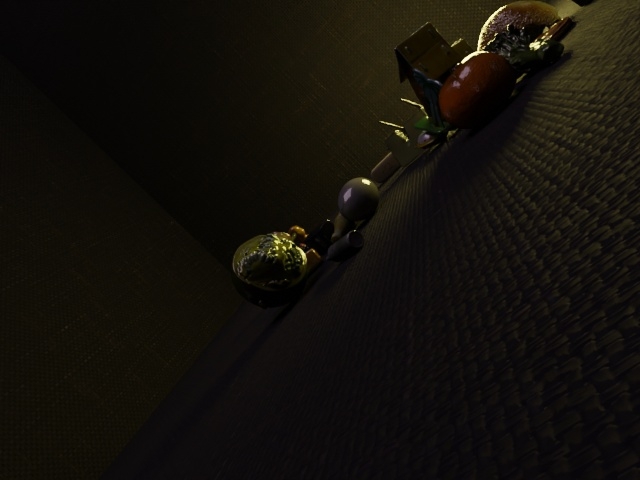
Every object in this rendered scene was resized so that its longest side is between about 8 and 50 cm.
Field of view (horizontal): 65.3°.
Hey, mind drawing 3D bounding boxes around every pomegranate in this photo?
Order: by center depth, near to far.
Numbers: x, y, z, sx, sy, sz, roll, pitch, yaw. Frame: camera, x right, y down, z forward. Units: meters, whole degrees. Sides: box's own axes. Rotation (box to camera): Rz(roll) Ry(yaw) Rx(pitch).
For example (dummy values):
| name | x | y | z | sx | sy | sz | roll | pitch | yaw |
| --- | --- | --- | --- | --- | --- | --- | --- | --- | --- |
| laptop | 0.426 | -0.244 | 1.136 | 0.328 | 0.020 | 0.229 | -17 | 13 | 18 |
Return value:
| name | x | y | z | sx | sy | sz | roll | pitch | yaw |
| --- | --- | --- | --- | --- | --- | --- | --- | --- | --- |
| pomegranate | -0.162 | 0.084 | 1.704 | 0.260 | 0.260 | 0.341 | -42 | 16 | 38 |

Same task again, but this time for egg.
| name | x | y | z | sx | sy | sz | roll | pitch | yaw |
| --- | --- | --- | --- | --- | --- | --- | --- | --- | --- |
| egg | 0.136 | -0.147 | 1.806 | 0.146 | 0.146 | 0.199 | -41 | 6 | 43 |

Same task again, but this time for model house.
| name | x | y | z | sx | sy | sz | roll | pitch | yaw |
| --- | --- | --- | --- | --- | --- | --- | --- | --- | --- |
| model house | 0.430 | -0.567 | 1.663 | 0.300 | 0.324 | 0.340 | -39 | 25 | -4 |

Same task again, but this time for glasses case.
| name | x | y | z | sx | sy | sz | roll | pitch | yaw |
| --- | --- | --- | --- | --- | --- | --- | --- | --- | --- |
| glasses case | 0.324 | -0.355 | 2.372 | 0.196 | 0.083 | 0.050 | -45 | 6 | 33 |

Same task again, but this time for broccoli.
| name | x | y | z | sx | sy | sz | roll | pitch | yaw |
| --- | --- | --- | --- | --- | --- | --- | --- | --- | --- |
| broccoli | 0.573 | -0.522 | 1.393 | 0.165 | 0.145 | 0.304 | -49 | 16 | 11 |

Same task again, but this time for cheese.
| name | x | y | z | sx | sy | sz | roll | pitch | yaw |
| --- | --- | --- | --- | --- | --- | --- | --- | --- | --- |
| cheese | 0.441 | -0.399 | 1.818 | 0.250 | 0.064 | 0.157 | -21 | 23 | 50 |

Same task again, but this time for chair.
| name | x | y | z | sx | sy | sz | roll | pitch | yaw |
| --- | --- | --- | --- | --- | --- | --- | --- | --- | --- |
| chair | 0.426 | -0.482 | 2.192 | 0.272 | 0.167 | 0.188 | 3 | -28 | -32 |

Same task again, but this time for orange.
| name | x | y | z | sx | sy | sz | roll | pitch | yaw |
| --- | --- | --- | --- | --- | --- | --- | --- | --- | --- |
| orange | 0.432 | -0.422 | 1.407 | 0.224 | 0.170 | 0.224 | -45 | 2 | 2 |

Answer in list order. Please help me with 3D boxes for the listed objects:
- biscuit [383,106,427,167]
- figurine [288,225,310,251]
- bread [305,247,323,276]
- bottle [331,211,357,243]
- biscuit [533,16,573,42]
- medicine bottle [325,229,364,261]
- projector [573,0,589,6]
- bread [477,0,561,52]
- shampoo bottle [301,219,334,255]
| name | x | y | z | sx | sy | sz | roll | pitch | yaw |
| --- | --- | --- | --- | --- | --- | --- | --- | --- | --- |
| biscuit | 0.372 | -0.414 | 2.017 | 0.046 | 0.147 | 0.250 | -36 | -2 | -38 |
| figurine | -0.071 | 0.006 | 2.240 | 0.121 | 0.176 | 0.122 | -46 | 16 | 27 |
| bread | -0.052 | 0.093 | 1.876 | 0.132 | 0.074 | 0.053 | -43 | -13 | 18 |
| bottle | 0.088 | -0.054 | 1.851 | 0.083 | 0.083 | 0.270 | -43 | 8 | 27 |
| biscuit | 0.704 | -0.631 | 1.633 | 0.202 | 0.044 | 0.289 | -46 | 6 | 3 |
| medicine bottle | 0.061 | 0.029 | 1.498 | 0.058 | 0.057 | 0.199 | -48 | 5 | -31 |
| projector | 0.803 | -0.898 | 1.618 | 0.193 | 0.269 | 0.088 | -49 | 5 | -31 |
| bread | 0.693 | -0.753 | 1.826 | 0.171 | 0.192 | 0.314 | -48 | 5 | -40 |
| shampoo bottle | 0.001 | 0.001 | 2.051 | 0.071 | 0.098 | 0.309 | -52 | 6 | -20 |
